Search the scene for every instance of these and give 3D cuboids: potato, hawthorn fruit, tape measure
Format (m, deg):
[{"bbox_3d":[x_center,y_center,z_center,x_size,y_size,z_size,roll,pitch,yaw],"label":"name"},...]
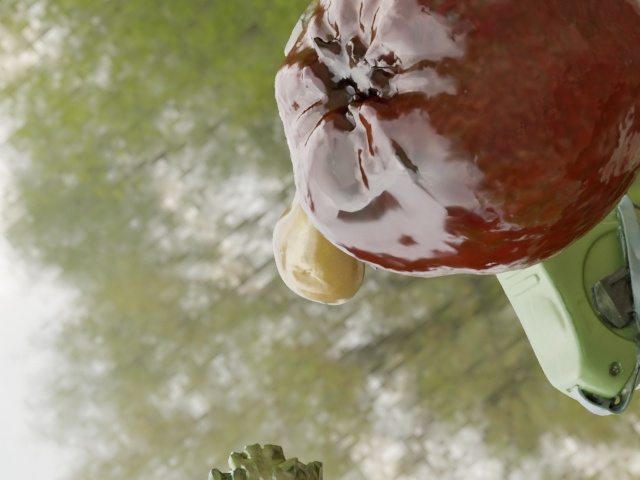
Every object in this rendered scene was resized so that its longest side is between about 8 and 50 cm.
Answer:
[{"bbox_3d":[0.000,0.000,1.177,0.062,0.083,0.068,-17,-131,-31],"label":"potato"},{"bbox_3d":[0.085,-0.072,0.942,0.202,0.185,0.185,-4,-130,-40],"label":"hawthorn fruit"},{"bbox_3d":[0.249,0.046,1.669,0.200,0.175,0.106,66,152,9],"label":"tape measure"}]

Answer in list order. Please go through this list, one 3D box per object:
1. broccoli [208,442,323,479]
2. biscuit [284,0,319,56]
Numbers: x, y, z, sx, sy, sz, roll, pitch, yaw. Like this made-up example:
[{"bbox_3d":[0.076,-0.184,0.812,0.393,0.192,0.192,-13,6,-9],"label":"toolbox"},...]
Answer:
[{"bbox_3d":[0.016,0.312,1.305,0.338,0.277,0.317,6,-165,-24],"label":"broccoli"},{"bbox_3d":[0.070,-0.102,1.230,0.188,0.056,0.052,22,-169,-24],"label":"biscuit"}]
